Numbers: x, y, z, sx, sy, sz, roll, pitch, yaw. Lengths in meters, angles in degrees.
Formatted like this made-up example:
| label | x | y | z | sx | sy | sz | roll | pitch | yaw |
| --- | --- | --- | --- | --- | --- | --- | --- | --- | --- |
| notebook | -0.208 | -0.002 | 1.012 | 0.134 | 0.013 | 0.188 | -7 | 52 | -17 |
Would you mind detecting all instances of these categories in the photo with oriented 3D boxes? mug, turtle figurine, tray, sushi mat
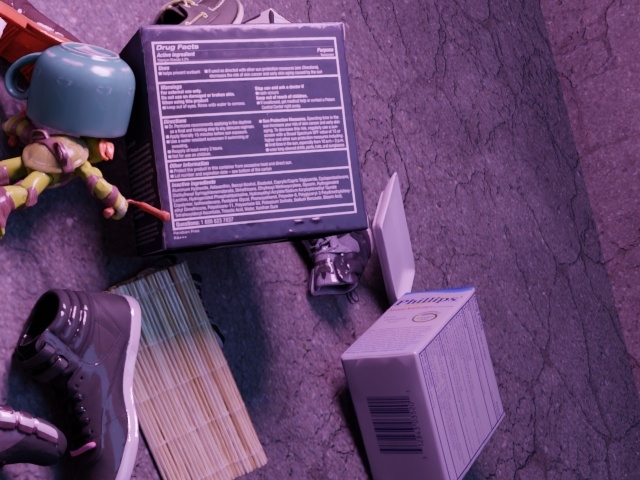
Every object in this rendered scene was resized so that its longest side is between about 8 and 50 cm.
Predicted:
| label | x | y | z | sx | sy | sz | roll | pitch | yaw |
| --- | --- | --- | --- | --- | --- | --- | --- | --- | --- |
| mug | -0.315 | -0.199 | 1.329 | 0.157 | 0.129 | 0.097 | 8 | 109 | -24 |
| turtle figurine | -0.332 | -0.083 | 1.290 | 0.269 | 0.087 | 0.217 | 40 | 48 | 18 |
| tray | 0.135 | 0.018 | 1.938 | 0.270 | 0.030 | 0.145 | 75 | 23 | -44 |
| sushi mat | -0.194 | 0.194 | 1.435 | 0.151 | 0.019 | 0.317 | -24 | 95 | -25 |

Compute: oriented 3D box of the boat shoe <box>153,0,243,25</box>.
| label | x | y | z | sx | sy | sz | roll | pitch | yaw |
| --- | --- | --- | --- | --- | --- | --- | --- | --- | --- |
| boat shoe | -0.215 | -0.324 | 1.631 | 0.091 | 0.109 | 0.305 | 58 | 40 | -26 |

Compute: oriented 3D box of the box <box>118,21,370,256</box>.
| label | x | y | z | sx | sy | sz | roll | pitch | yaw |
| --- | --- | --- | --- | --- | --- | --- | --- | --- | --- |
| box | -0.112 | -0.139 | 1.459 | 0.296 | 0.182 | 0.294 | -5 | 88 | -22 |

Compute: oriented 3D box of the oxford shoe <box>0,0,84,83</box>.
| label | x | y | z | sx | sy | sz | roll | pitch | yaw |
| --- | --- | --- | --- | --- | --- | --- | --- | --- | --- |
| oxford shoe | -0.378 | -0.273 | 1.400 | 0.271 | 0.096 | 0.098 | 34 | 31 | -51 |

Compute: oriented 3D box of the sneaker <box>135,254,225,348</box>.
| label | x | y | z | sx | sy | sz | roll | pitch | yaw |
| --- | --- | --- | --- | --- | --- | --- | --- | --- | --- |
| sneaker | -0.189 | 0.087 | 1.507 | 0.170 | 0.063 | 0.075 | 49 | 46 | -20 |

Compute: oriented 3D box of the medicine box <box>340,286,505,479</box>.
| label | x | y | z | sx | sy | sz | roll | pitch | yaw |
| --- | --- | --- | --- | --- | --- | --- | --- | --- | --- |
| medicine box | 0.188 | 0.258 | 1.834 | 0.289 | 0.149 | 0.264 | -36 | 115 | -55 |

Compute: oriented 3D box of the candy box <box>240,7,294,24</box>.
| label | x | y | z | sx | sy | sz | roll | pitch | yaw |
| --- | --- | --- | --- | --- | --- | --- | --- | --- | --- |
| candy box | -0.113 | -0.235 | 1.684 | 0.071 | 0.159 | 0.234 | 23 | 57 | -49 |

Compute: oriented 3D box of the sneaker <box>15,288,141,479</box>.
| label | x | y | z | sx | sy | sz | roll | pitch | yaw |
| --- | --- | --- | --- | --- | --- | --- | --- | --- | --- |
| sneaker | -0.305 | 0.192 | 1.275 | 0.146 | 0.104 | 0.296 | 21 | 56 | -40 |

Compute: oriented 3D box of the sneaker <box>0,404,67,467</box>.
| label | x | y | z | sx | sy | sz | roll | pitch | yaw |
| --- | --- | --- | --- | --- | --- | --- | --- | --- | --- |
| sneaker | -0.413 | 0.247 | 1.106 | 0.281 | 0.106 | 0.163 | 24 | 60 | -34 |

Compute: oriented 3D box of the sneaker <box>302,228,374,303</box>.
| label | x | y | z | sx | sy | sz | roll | pitch | yaw |
| --- | --- | --- | --- | --- | --- | --- | --- | --- | --- |
| sneaker | 0.000 | 0.000 | 1.775 | 0.268 | 0.101 | 0.153 | 42 | 41 | -39 |

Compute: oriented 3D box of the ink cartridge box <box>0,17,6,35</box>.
| label | x | y | z | sx | sy | sz | roll | pitch | yaw |
| --- | --- | --- | --- | --- | --- | --- | --- | --- | --- |
| ink cartridge box | -0.510 | -0.246 | 1.106 | 0.273 | 0.198 | 0.115 | 42 | 44 | -34 |
